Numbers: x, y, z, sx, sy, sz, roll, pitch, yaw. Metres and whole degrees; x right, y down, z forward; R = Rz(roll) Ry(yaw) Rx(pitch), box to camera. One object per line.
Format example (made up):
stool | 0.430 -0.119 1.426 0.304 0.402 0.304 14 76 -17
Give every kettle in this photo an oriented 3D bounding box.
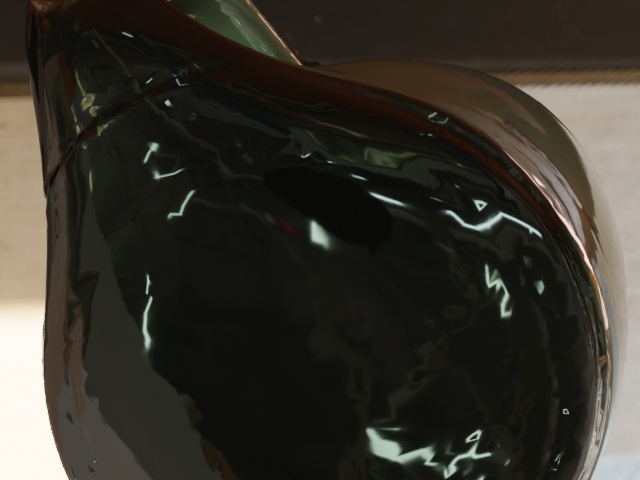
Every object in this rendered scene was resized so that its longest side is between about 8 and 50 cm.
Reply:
kettle | 0.000 0.000 0.454 0.165 0.240 0.255 -35 179 13
